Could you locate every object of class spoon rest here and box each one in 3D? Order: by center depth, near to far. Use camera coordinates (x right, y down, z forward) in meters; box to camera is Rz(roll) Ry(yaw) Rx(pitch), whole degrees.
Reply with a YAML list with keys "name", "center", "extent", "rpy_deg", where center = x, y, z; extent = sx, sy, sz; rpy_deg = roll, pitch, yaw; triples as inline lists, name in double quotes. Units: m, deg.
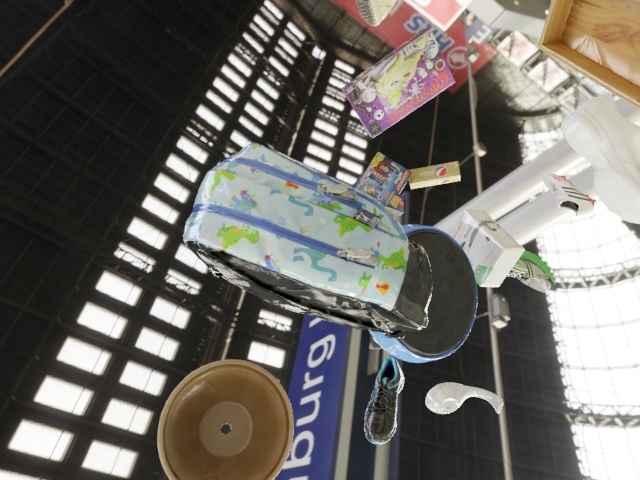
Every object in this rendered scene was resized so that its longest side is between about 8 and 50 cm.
- name: "spoon rest"
  center: [0.516, 0.578, 1.591]
  extent: [0.277, 0.137, 0.084]
  rpy_deg: [7, -157, -7]

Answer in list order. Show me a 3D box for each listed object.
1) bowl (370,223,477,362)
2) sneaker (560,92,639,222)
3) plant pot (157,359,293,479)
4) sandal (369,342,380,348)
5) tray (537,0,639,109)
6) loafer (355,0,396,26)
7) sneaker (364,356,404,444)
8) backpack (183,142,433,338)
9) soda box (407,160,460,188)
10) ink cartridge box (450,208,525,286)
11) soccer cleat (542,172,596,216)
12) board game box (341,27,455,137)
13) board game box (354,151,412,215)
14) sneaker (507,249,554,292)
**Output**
- name: "bowl"
  center: [0.289, 0.144, 1.216]
  extent: [0.392, 0.077, 0.390]
  rpy_deg: [4, -99, -30]
- name: "sneaker"
  center: [0.468, -0.128, 0.671]
  extent: [0.094, 0.080, 0.212]
  rpy_deg: [-37, -79, -5]
- name: "plant pot"
  center: [-0.175, 0.351, 0.812]
  extent: [0.238, 0.109, 0.237]
  rpy_deg: [6, -116, -13]
- name: "sandal"
  center: [0.291, 0.331, 1.540]
  extent: [0.255, 0.097, 0.054]
  rpy_deg: [-18, -108, 0]
- name: "tray"
  center: [0.693, -0.480, 1.014]
  extent: [0.076, 0.202, 0.410]
  rpy_deg: [-13, -134, -9]
- name: "loafer"
  center: [0.113, -0.641, 1.012]
  extent: [0.092, 0.268, 0.102]
  rpy_deg: [-40, -123, -6]
- name: "sneaker"
  center: [0.237, 0.606, 1.679]
  extent: [0.340, 0.125, 0.139]
  rpy_deg: [-65, -32, -47]
- name: "backpack"
  center: [-0.033, 0.005, 0.701]
  extent: [0.356, 0.290, 0.272]
  rpy_deg: [8, -94, -12]
- name: "soda box"
  center: [0.418, -0.240, 1.606]
  extent: [0.061, 0.182, 0.058]
  rpy_deg: [37, -134, -69]
- name: "ink cartridge box"
  center: [0.527, 0.021, 1.422]
  extent: [0.093, 0.160, 0.219]
  rpy_deg: [3, -144, -26]
- name: "soccer cleat"
  center: [0.331, -0.062, 0.592]
  extent: [0.036, 0.029, 0.083]
  rpy_deg: [-27, -128, -11]
- name: "board game box"
  center: [0.272, -0.542, 1.518]
  extent: [0.208, 0.347, 0.056]
  rpy_deg: [51, -171, -31]
- name: "board game box"
  center: [0.235, -0.185, 1.570]
  extent: [0.194, 0.060, 0.194]
  rpy_deg: [33, -100, 2]
- name: "sneaker"
  center: [0.717, 0.103, 1.663]
  extent: [0.344, 0.134, 0.146]
  rpy_deg: [31, -124, 11]
